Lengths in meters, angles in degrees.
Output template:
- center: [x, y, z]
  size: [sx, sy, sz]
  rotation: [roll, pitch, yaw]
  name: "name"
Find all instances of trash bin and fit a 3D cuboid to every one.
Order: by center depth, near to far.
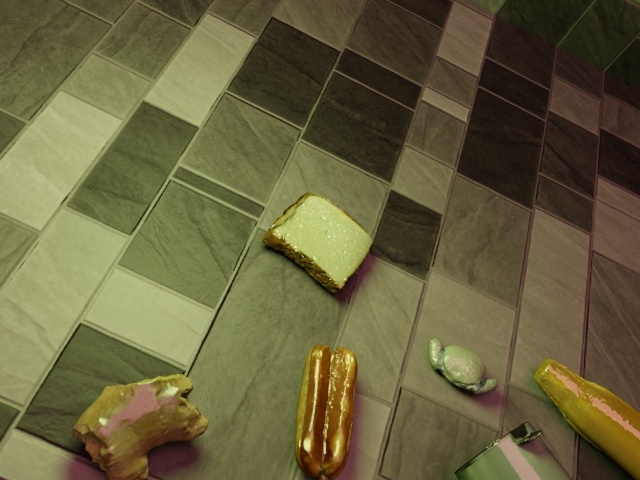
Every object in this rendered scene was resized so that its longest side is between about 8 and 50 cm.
- center: [0.471, 0.587, 1.534]
  size: [0.217, 0.277, 0.262]
  rotation: [-14, 57, -38]
  name: "trash bin"

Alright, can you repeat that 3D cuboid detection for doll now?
- center: [0.371, 0.334, 1.766]
  size: [0.214, 0.071, 0.103]
  rotation: [35, 51, 6]
  name: "doll"

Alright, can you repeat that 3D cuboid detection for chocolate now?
- center: [0.773, 0.483, 1.802]
  size: [0.445, 0.162, 0.162]
  rotation: [40, 53, 11]
  name: "chocolate"

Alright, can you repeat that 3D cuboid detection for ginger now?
- center: [-0.370, 0.389, 1.393]
  size: [0.276, 0.130, 0.221]
  rotation: [2, 69, -23]
  name: "ginger"

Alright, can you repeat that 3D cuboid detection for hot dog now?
- center: [0.011, 0.403, 1.557]
  size: [0.135, 0.100, 0.337]
  rotation: [11, 54, -6]
  name: "hot dog"

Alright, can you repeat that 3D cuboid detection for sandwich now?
- center: [0.000, 0.000, 1.816]
  size: [0.251, 0.087, 0.226]
  rotation: [38, 54, 1]
  name: "sandwich"
